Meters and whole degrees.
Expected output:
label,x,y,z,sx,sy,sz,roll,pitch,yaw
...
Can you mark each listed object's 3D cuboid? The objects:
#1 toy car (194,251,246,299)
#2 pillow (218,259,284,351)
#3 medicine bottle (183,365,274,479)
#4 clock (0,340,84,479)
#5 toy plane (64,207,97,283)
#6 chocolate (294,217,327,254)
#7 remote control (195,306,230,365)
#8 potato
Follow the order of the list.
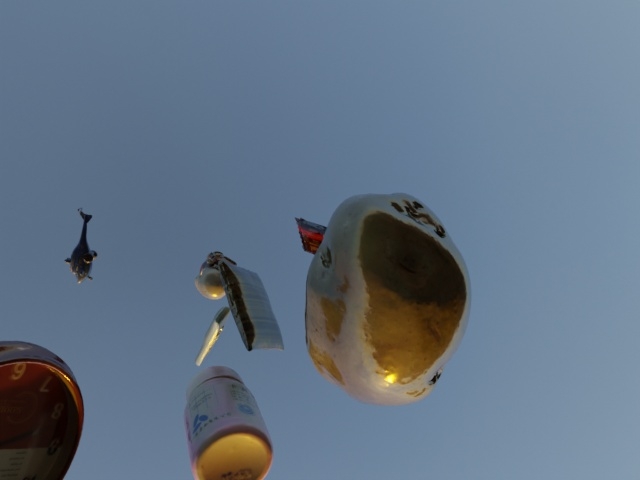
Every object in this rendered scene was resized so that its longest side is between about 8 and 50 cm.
label,x,y,z,sx,sy,sz,roll,pitch,yaw
toy car,-0.267,0.108,1.414,0.112,0.139,0.112,-46,-25,-57
pillow,-0.156,0.156,1.239,0.052,0.208,0.212,-26,-108,9
medicine bottle,-0.189,0.359,1.053,0.152,0.254,0.151,-5,-73,-17
clock,-0.492,0.301,0.781,0.318,0.080,0.318,-36,-48,-53
toy plane,-0.521,0.013,1.171,0.062,0.054,0.167,7,-84,-13
chocolate,0.000,0.000,1.056,0.028,0.182,0.086,-23,-72,-21
remote control,-0.253,0.222,1.249,0.029,0.162,0.061,33,-148,2
potato,0.092,0.092,0.776,0.221,0.243,0.326,-10,-66,-36
